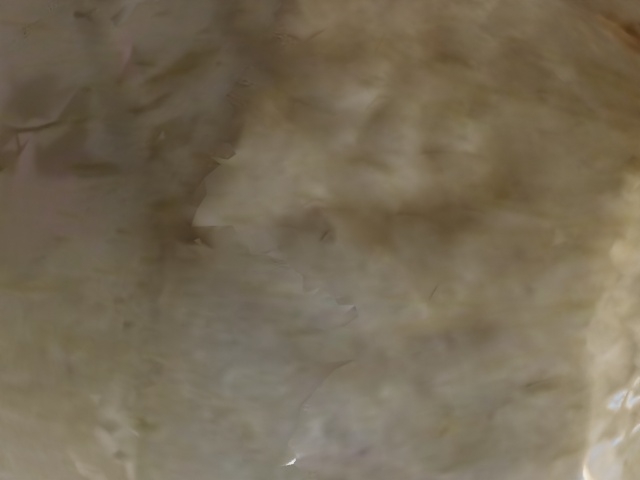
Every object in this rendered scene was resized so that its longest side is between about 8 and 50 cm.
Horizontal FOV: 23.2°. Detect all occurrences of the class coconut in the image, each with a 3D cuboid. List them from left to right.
[{"bbox_3d":[0.000,0.000,0.611,0.415,0.344,0.415,0,-170,0],"label":"coconut"}]
